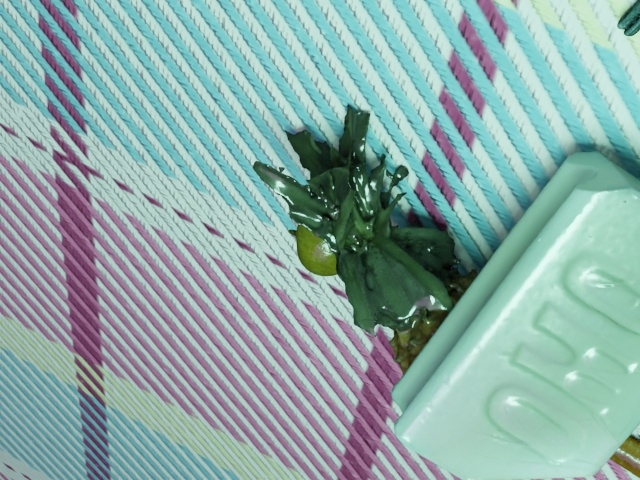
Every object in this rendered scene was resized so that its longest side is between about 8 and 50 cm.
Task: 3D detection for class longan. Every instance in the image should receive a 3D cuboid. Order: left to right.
[{"bbox_3d":[0.000,0.000,1.162,0.083,0.075,0.075,20,141,27],"label":"longan"}]

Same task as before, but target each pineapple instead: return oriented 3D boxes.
[{"bbox_3d":[0.082,0.039,1.068,0.364,0.165,0.165,47,142,-13],"label":"pineapple"}]

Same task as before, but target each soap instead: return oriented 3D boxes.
[{"bbox_3d":[0.208,0.083,0.944,0.172,0.095,0.289,32,109,-9],"label":"soap"}]

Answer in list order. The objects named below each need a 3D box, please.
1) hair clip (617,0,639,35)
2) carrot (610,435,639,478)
[{"bbox_3d":[0.246,-0.224,0.755,0.070,0.039,0.229,21,142,16],"label":"hair clip"},{"bbox_3d":[0.349,0.239,1.177,0.248,0.043,0.043,33,143,6],"label":"carrot"}]
